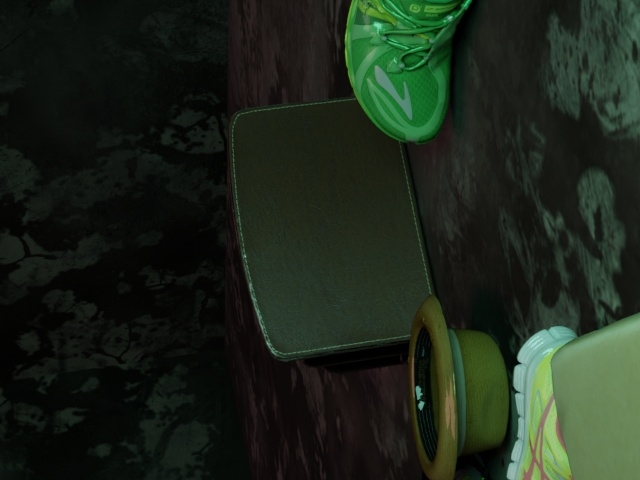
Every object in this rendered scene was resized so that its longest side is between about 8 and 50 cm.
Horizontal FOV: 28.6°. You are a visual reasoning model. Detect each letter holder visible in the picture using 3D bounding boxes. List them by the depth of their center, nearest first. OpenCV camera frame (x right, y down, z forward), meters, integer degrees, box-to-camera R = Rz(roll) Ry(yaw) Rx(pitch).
[{"bbox_3d":[0.000,0.000,1.490,0.152,0.214,0.302,117,144,-71],"label":"letter holder"}]

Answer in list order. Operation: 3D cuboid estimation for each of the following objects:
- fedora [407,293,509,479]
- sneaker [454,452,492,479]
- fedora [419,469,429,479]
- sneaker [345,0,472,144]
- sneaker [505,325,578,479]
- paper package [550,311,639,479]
[{"bbox_3d":[0.139,0.149,1.242,0.194,0.079,0.194,179,90,-83],"label":"fedora"},{"bbox_3d":[0.163,0.259,1.270,0.078,0.067,0.188,-56,36,41],"label":"sneaker"},{"bbox_3d":[0.064,0.406,1.408,0.334,0.152,0.334,4,-90,-88],"label":"fedora"},{"bbox_3d":[0.084,-0.223,1.189,0.123,0.109,0.295,-110,16,-61],"label":"sneaker"},{"bbox_3d":[0.197,0.177,0.972,0.094,0.081,0.208,-148,47,-62],"label":"sneaker"},{"bbox_3d":[0.244,0.153,0.486,0.325,0.168,0.309,127,133,-73],"label":"paper package"}]
